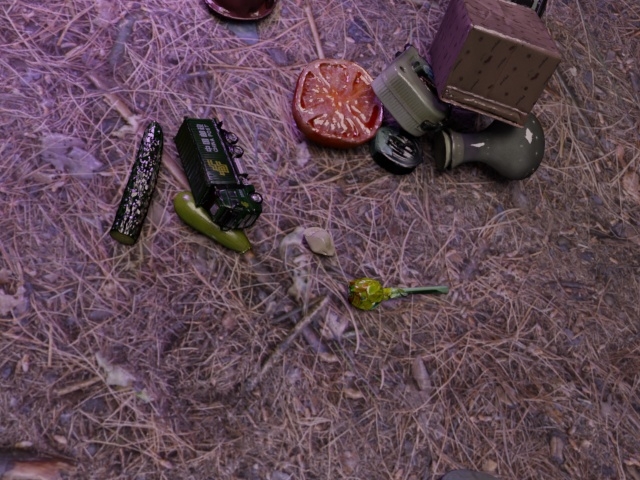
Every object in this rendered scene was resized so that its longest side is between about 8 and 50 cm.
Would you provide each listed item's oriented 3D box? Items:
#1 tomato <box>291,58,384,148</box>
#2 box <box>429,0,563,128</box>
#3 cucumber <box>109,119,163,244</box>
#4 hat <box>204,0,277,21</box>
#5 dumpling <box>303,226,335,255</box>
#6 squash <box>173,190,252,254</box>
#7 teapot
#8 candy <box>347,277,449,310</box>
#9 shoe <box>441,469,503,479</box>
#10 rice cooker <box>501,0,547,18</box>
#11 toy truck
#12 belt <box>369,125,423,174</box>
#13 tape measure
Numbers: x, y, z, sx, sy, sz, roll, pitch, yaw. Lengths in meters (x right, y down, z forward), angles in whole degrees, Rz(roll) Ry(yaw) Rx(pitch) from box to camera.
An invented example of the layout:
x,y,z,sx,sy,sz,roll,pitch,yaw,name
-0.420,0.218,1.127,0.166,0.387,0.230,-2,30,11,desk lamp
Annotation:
x,y,z,sx,sy,sz,roll,pitch,yaw,name
0.033,-0.321,1.461,0.236,0.095,0.237,5,74,-18,tomato
0.397,-0.441,1.419,0.225,0.190,0.297,16,37,-8,box
-0.388,-0.134,1.315,0.067,0.067,0.294,15,69,-9,cucumber
-0.202,-0.642,1.501,0.205,0.089,0.206,4,73,-14,hat
-0.001,0.002,1.387,0.076,0.057,0.052,13,108,14,dumpling
-0.238,-0.036,1.325,0.201,0.066,0.066,37,69,-7,squash
0.416,-0.234,1.497,0.250,0.183,0.184,-5,75,-5,teapot
0.184,0.119,1.388,0.262,0.077,0.073,0,76,-23,candy
0.370,0.573,1.284,0.251,0.103,0.100,14,114,4,shoe
0.483,-0.639,1.592,0.226,0.241,0.281,13,116,-7,rice cooker
-0.221,-0.146,1.313,0.121,0.088,0.259,-3,58,-38,toy truck
0.189,-0.224,1.489,0.140,0.058,0.105,29,66,-3,belt
0.242,-0.369,1.482,0.207,0.115,0.235,46,35,-8,tape measure
